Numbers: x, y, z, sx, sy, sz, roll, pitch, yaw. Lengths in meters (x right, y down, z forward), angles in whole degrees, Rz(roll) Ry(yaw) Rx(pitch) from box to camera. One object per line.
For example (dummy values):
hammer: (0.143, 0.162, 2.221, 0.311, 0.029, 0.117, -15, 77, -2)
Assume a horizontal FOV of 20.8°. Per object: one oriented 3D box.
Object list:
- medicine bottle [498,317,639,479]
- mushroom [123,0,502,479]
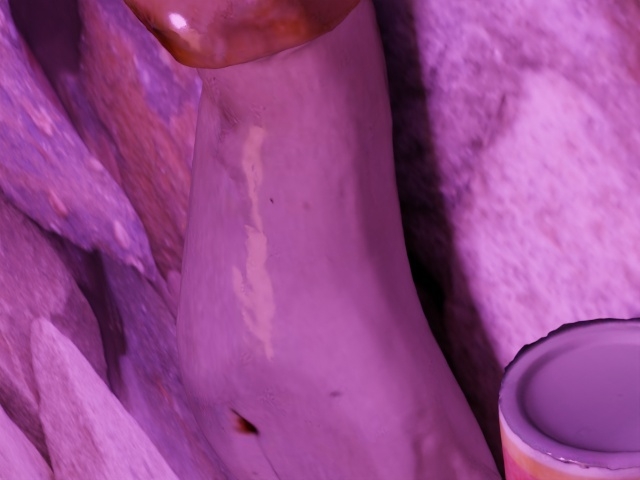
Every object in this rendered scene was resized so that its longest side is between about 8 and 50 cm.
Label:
medicine bottle: (0.140, 0.230, 0.766, 0.108, 0.108, 0.426, 28, 137, 46)
mushroom: (0.000, 0.000, 0.788, 0.159, 0.122, 0.328, 1, 126, 17)
